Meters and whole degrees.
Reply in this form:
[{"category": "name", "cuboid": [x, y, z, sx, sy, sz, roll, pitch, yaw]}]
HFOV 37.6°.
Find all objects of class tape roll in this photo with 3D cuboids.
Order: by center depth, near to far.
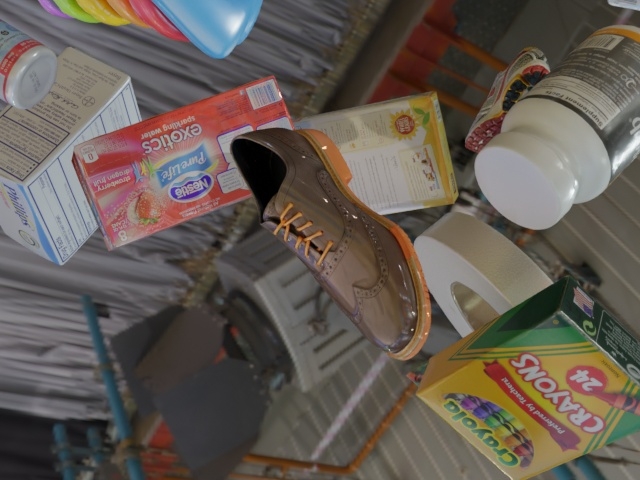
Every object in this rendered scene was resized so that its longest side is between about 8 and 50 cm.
[{"category": "tape roll", "cuboid": [0.295, 0.126, 1.473, 0.072, 0.392, 0.392, -38, -144, -9]}]

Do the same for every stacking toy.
[{"category": "stacking toy", "cuboid": [-0.212, -0.259, 0.858, 0.302, 0.166, 0.175, 1, -110, 27]}]

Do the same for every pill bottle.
[{"category": "pill bottle", "cuboid": [-0.420, -0.240, 1.191, 0.160, 0.087, 0.087, 31, -75, 11]}, {"category": "pill bottle", "cuboid": [0.338, -0.148, 1.229, 0.278, 0.162, 0.162, -42, -153, -24]}]

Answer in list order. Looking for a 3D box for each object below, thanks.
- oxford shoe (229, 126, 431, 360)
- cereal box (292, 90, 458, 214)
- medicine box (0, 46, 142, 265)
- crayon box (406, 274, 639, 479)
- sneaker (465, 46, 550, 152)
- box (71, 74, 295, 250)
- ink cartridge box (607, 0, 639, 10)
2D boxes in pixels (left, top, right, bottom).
[{"category": "oxford shoe", "cuboid": [0.000, 0.000, 1.120, 0.363, 0.133, 0.130, 55, -53, 36]}, {"category": "cereal box", "cuboid": [0.079, -0.125, 1.463, 0.240, 0.047, 0.173, -8, -72, 21]}, {"category": "medicine box", "cuboid": [-0.464, -0.151, 1.712, 0.149, 0.263, 0.289, 28, -118, 18]}, {"category": "crayon box", "cuboid": [0.274, 0.202, 1.247, 0.318, 0.202, 0.081, -41, -168, 42]}, {"category": "sneaker", "cuboid": [0.309, -0.219, 1.527, 0.225, 0.088, 0.092, 124, -20, -49]}, {"category": "box", "cuboid": [-0.187, -0.107, 1.347, 0.154, 0.300, 0.142, 68, -16, -3]}, {"category": "ink cartridge box", "cuboid": [0.601, -0.469, 1.441, 0.261, 0.296, 0.066, 18, -124, 16]}]
